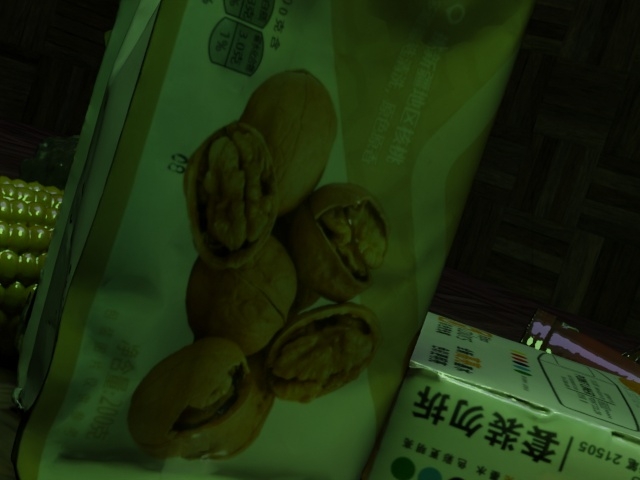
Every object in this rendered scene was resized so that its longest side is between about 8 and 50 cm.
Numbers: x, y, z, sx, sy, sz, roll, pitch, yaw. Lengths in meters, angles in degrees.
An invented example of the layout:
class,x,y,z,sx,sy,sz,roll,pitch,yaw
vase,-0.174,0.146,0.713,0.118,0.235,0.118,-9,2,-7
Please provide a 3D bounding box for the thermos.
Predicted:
class,x,y,z,sx,sy,sz,roll,pitch,yaw
thermos,0.265,0.145,0.936,0.232,0.124,0.099,26,9,11

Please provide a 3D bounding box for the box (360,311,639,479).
class,x,y,z,sx,sy,sz,roll,pitch,yaw
box,0.150,0.134,0.765,0.221,0.091,0.274,19,5,5

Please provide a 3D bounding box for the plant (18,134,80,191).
class,x,y,z,sx,sy,sz,roll,pitch,yaw
plant,-0.134,-0.008,0.992,0.274,0.146,0.149,19,16,20

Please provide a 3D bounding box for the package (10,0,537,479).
class,x,y,z,sx,sy,sz,roll,pitch,yaw
package,-0.047,-0.035,0.592,0.221,0.311,0.165,13,9,-38

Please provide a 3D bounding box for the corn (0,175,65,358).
class,x,y,z,sx,sy,sz,roll,pitch,yaw
corn,-0.185,0.020,0.700,0.322,0.119,0.119,10,8,-29

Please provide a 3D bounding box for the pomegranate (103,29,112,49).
class,x,y,z,sx,sy,sz,roll,pitch,yaw
pomegranate,-0.180,-0.127,1.457,0.231,0.286,0.231,6,24,-3
